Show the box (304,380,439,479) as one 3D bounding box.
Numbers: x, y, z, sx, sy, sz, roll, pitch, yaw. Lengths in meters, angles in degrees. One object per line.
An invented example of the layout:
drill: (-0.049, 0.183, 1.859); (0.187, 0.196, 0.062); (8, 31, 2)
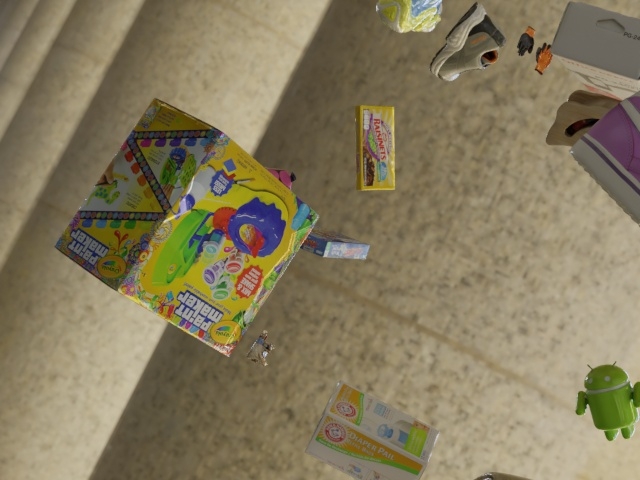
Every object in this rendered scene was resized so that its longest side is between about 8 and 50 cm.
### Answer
box: (0.091, 0.358, 1.962); (0.203, 0.103, 0.114); (27, 28, 5)

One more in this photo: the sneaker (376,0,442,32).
sneaker: (0.177, -0.401, 1.771); (0.091, 0.126, 0.240); (46, 27, -2)

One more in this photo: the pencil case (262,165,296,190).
pencil case: (-0.163, -0.127, 2.321); (0.209, 0.095, 0.098); (11, 39, -24)

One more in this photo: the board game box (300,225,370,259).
board game box: (0.000, 0.000, 2.303); (0.136, 0.035, 0.201); (21, 7, 27)

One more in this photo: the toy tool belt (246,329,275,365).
toy tool belt: (-0.131, 0.250, 2.532); (0.051, 0.083, 0.052); (35, -48, -1)

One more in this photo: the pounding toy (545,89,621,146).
pounding toy: (0.606, -0.220, 2.210); (0.269, 0.155, 0.154); (13, -56, 28)

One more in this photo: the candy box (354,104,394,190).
candy box: (0.134, -0.226, 2.688); (0.105, 0.206, 0.027); (-3, 4, -35)

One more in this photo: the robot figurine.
robot figurine: (0.426, 0.234, 1.615); (0.101, 0.115, 0.067); (-13, 3, 30)

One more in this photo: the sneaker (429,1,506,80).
sneaker: (0.302, -0.380, 2.251); (0.108, 0.100, 0.271); (41, -14, 2)

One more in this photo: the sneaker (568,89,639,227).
sneaker: (0.383, -0.045, 1.043); (0.282, 0.161, 0.102); (53, 10, 25)

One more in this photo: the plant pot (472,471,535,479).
plant pot: (0.267, 0.452, 1.601); (0.191, 0.284, 0.284); (49, -7, 0)

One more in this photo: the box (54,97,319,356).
box: (-0.202, -0.016, 1.727); (0.177, 0.279, 0.290); (29, -6, 39)

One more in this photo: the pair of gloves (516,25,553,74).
pair of gloves: (0.427, -0.379, 2.189); (0.083, 0.074, 0.010); (36, -25, -17)

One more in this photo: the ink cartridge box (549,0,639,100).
ink cartridge box: (0.330, -0.197, 1.205); (0.109, 0.063, 0.150); (25, 4, 32)
